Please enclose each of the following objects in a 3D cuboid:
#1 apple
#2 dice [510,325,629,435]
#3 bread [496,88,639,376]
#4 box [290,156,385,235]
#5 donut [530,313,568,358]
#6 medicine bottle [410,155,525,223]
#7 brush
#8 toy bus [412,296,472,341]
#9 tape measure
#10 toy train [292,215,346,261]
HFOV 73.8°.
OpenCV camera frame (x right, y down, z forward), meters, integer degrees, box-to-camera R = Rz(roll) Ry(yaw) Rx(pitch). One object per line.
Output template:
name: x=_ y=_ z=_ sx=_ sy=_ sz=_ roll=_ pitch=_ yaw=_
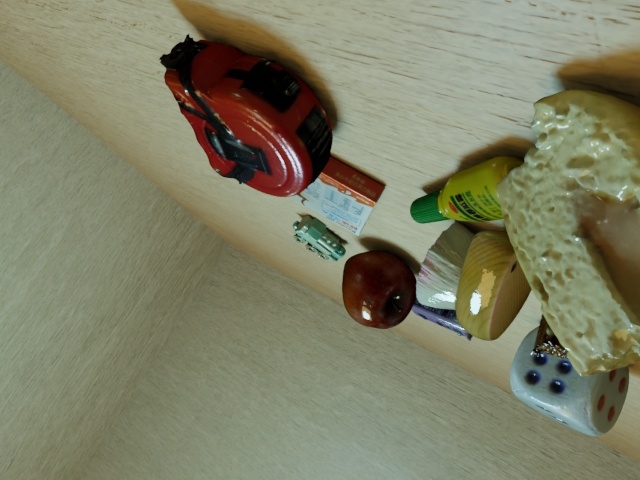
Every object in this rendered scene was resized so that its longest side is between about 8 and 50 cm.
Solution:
apple: x=0.160 y=0.138 z=1.215 sx=0.234 sy=0.234 sz=0.234 roll=29 pitch=168 yaw=7
dice: x=0.585 y=0.326 z=1.007 sx=0.191 sy=0.193 sz=0.194 roll=37 pitch=168 yaw=-33
bread: x=0.318 y=-0.020 z=0.410 sx=0.211 sy=0.224 sz=0.184 roll=-6 pitch=142 yaw=-16
box: x=-0.006 y=-0.123 z=0.949 sx=0.273 sy=0.048 sz=0.265 roll=29 pitch=167 yaw=3
donut: x=0.436 y=0.128 z=0.712 sx=0.085 sy=0.141 sz=0.217 roll=16 pitch=164 yaw=17
medicine bottle: x=0.214 y=-0.062 z=0.637 sx=0.095 sy=0.064 sz=0.260 roll=33 pitch=169 yaw=-12
brush: x=0.266 y=0.048 z=0.746 sx=0.166 sy=0.174 sz=0.267 roll=34 pitch=164 yaw=35
toy bus: x=0.363 y=0.197 z=1.214 sx=0.198 sy=0.108 sz=0.096 roll=21 pitch=165 yaw=37
tape measure: x=-0.107 y=-0.186 z=0.703 sx=0.260 sy=0.114 sz=0.253 roll=22 pitch=154 yaw=22
toy train: x=0.000 y=0.000 z=1.371 sx=0.194 sy=0.081 sz=0.125 roll=36 pitch=162 yaw=-20
